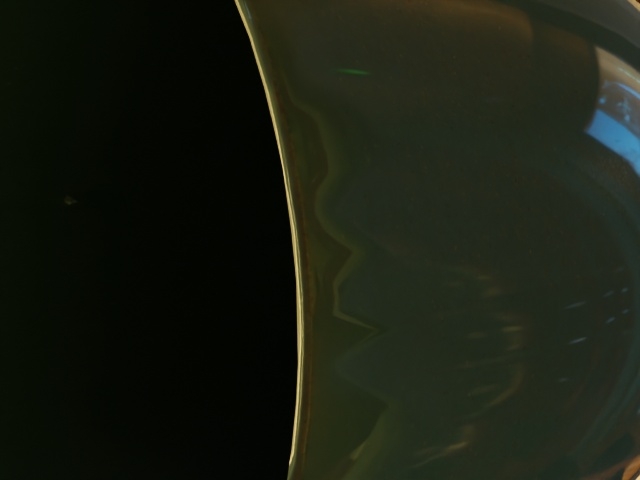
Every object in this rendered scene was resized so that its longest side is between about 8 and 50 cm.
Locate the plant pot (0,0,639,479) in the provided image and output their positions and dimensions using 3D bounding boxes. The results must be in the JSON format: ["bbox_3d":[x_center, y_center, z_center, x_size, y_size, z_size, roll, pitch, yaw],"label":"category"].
[{"bbox_3d":[0.000,0.000,0.577,0.235,0.293,0.293,-6,-58,-37],"label":"plant pot"}]

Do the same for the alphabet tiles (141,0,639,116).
[{"bbox_3d":[0.023,-0.030,0.750,0.342,0.011,0.285,8,-65,-29],"label":"alphabet tiles"}]
